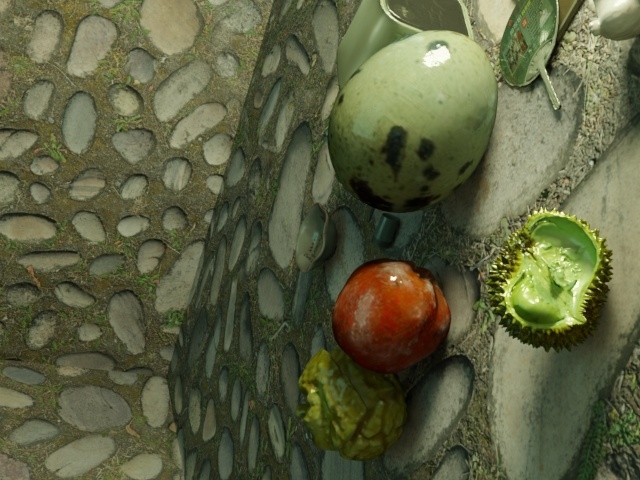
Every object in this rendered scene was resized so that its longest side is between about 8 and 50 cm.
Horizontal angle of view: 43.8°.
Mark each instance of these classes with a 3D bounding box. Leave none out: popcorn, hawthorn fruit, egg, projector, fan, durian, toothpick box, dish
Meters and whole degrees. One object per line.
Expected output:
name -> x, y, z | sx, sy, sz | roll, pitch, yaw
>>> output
popcorn -> 0.078, 0.393, 1.889 | 0.247, 0.282, 0.282 | -64, 26, 20
hawthorn fruit -> 0.154, 0.161, 1.787 | 0.284, 0.284, 0.284 | -170, 90, -68
egg -> 0.202, -0.261, 1.750 | 0.428, 0.345, 0.345 | -61, 28, 28
projector -> 0.201, -0.475, 1.952 | 0.248, 0.248, 0.249 | -91, 24, -43
fan -> 0.431, -0.385, 1.662 | 0.223, 0.012, 0.295 | 157, 115, -69
durian -> 0.385, 0.073, 1.352 | 0.176, 0.200, 0.237 | 86, -161, -72
toothpick box -> 0.172, -0.025, 2.109 | 0.052, 0.052, 0.083 | -121, 47, -59
dish -> 0.000, 0.000, 2.488 | 0.229, 0.081, 0.230 | -166, 90, -68

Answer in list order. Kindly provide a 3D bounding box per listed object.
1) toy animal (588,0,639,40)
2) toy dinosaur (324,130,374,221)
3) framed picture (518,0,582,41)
toy animal -> 0.542, -0.441, 1.269 | 0.282, 0.138, 0.141 | 133, 146, -52
toy dinosaur -> 0.171, -0.297, 2.183 | 0.331, 0.129, 0.384 | -45, 52, 35
framed picture -> 0.479, -0.542, 1.632 | 0.250, 0.016, 0.184 | -107, 34, -49
